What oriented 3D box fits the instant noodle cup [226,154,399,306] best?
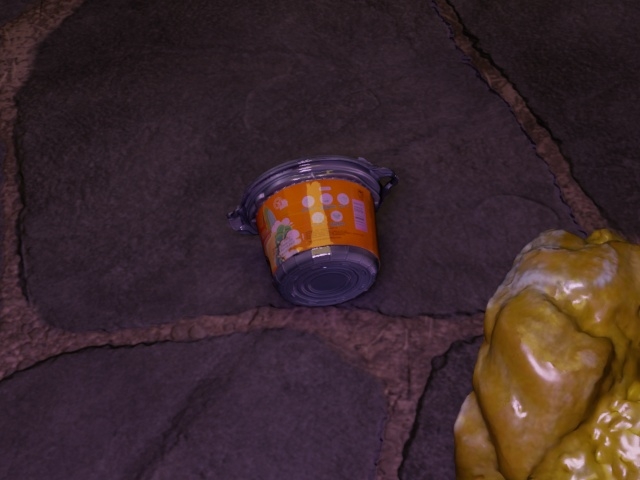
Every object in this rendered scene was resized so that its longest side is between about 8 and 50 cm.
[{"bbox_3d":[0.000,0.000,1.743,0.208,0.177,0.125,-25,57,24],"label":"instant noodle cup"}]

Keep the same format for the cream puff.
[{"bbox_3d":[0.288,0.173,1.424,0.276,0.378,0.378,13,47,17],"label":"cream puff"}]
